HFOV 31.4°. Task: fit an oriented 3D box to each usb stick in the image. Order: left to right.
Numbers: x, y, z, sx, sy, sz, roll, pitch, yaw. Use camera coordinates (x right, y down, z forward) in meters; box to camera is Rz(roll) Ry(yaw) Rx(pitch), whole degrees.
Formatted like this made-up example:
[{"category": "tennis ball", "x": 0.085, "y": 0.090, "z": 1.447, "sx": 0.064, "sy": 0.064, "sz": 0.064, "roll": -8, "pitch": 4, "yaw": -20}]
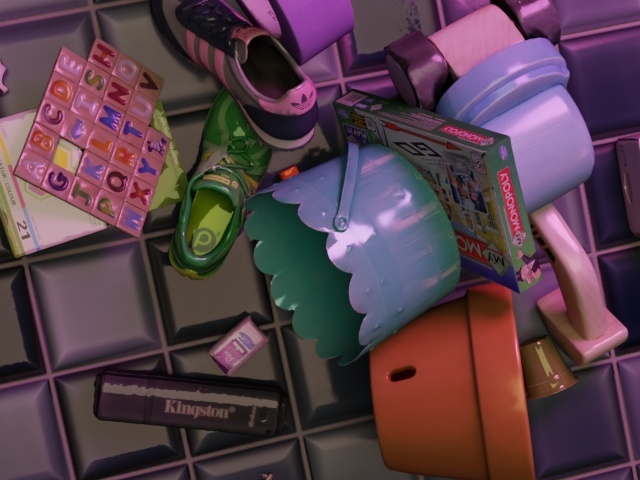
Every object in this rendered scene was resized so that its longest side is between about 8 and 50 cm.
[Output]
[{"category": "usb stick", "x": -0.187, "y": 0.234, "z": 1.637, "sx": 0.278, "sy": 0.045, "sz": 0.077, "roll": 7, "pitch": 91, "yaw": -10}]

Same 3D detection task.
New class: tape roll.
[{"category": "tape roll", "x": -0.069, "y": -0.369, "z": 1.513, "sx": 0.090, "sy": 0.275, "sz": 0.275, "roll": -36, "pitch": 97, "yaw": -6}]

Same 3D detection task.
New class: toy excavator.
[{"category": "toy excavator", "x": 0.288, "y": -0.068, "z": 1.592, "sx": 0.222, "sy": 0.433, "sz": 0.445, "roll": -27, "pitch": 68, "yaw": -7}]

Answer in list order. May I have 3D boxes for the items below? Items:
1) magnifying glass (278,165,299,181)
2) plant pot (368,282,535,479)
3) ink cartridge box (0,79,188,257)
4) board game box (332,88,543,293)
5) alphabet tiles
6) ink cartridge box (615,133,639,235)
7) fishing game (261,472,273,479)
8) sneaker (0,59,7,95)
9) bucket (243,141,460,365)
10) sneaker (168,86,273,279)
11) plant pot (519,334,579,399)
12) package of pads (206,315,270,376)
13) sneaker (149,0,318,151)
[{"category": "magnifying glass", "x": 0.000, "y": 0.000, "z": 1.669, "sx": 0.092, "sy": 0.026, "sz": 0.231, "roll": -26, "pitch": 98, "yaw": -8}, {"category": "plant pot", "x": 0.182, "y": 0.211, "z": 1.594, "sx": 0.203, "sy": 0.291, "sz": 0.290, "roll": -8, "pitch": 94, "yaw": 9}, {"category": "ink cartridge box", "x": -0.325, "y": -0.105, "z": 1.575, "sx": 0.255, "sy": 0.097, "sz": 0.188, "roll": -19, "pitch": 95, "yaw": -7}, {"category": "board game box", "x": 0.151, "y": -0.073, "z": 1.511, "sx": 0.046, "sy": 0.317, "sz": 0.213, "roll": -33, "pitch": 122, "yaw": -22}, {"category": "alphabet tiles", "x": -0.294, "y": -0.149, "z": 1.553, "sx": 0.198, "sy": 0.009, "sz": 0.237, "roll": 30, "pitch": 64, "yaw": -33}, {"category": "ink cartridge box", "x": 0.570, "y": -0.100, "z": 1.719, "sx": 0.212, "sy": 0.093, "sz": 0.154, "roll": -12, "pitch": 95, "yaw": -7}, {"category": "fishing game", "x": -0.027, "y": 0.483, "z": 1.678, "sx": 0.264, "sy": 0.041, "sz": 0.189, "roll": 36, "pitch": 86, "yaw": -1}, {"category": "sneaker", "x": -0.462, "y": -0.250, "z": 1.580, "sx": 0.044, "sy": 0.040, "sz": 0.109, "roll": -10, "pitch": 98, "yaw": -25}, {"category": "bucket", "x": 0.042, "y": 0.011, "z": 1.530, "sx": 0.183, "sy": 0.281, "sz": 0.281, "roll": -30, "pitch": 97, "yaw": -22}, {"category": "sneaker", "x": -0.128, "y": -0.086, "z": 1.589, "sx": 0.109, "sy": 0.123, "sz": 0.295, "roll": 17, "pitch": 83, "yaw": -10}, {"category": "plant pot", "x": 0.332, "y": 0.186, "z": 1.702, "sx": 0.083, "sy": 0.083, "sz": 0.079, "roll": -24, "pitch": 90, "yaw": -7}, {"category": "package of pads", "x": -0.119, "y": 0.152, "z": 1.651, "sx": 0.083, "sy": 0.032, "sz": 0.050, "roll": -42, "pitch": 95, "yaw": -5}, {"category": "sneaker", "x": -0.112, "y": -0.270, "z": 1.542, "sx": 0.112, "sy": 0.131, "sz": 0.319, "roll": -39, "pitch": 74, "yaw": -23}]
